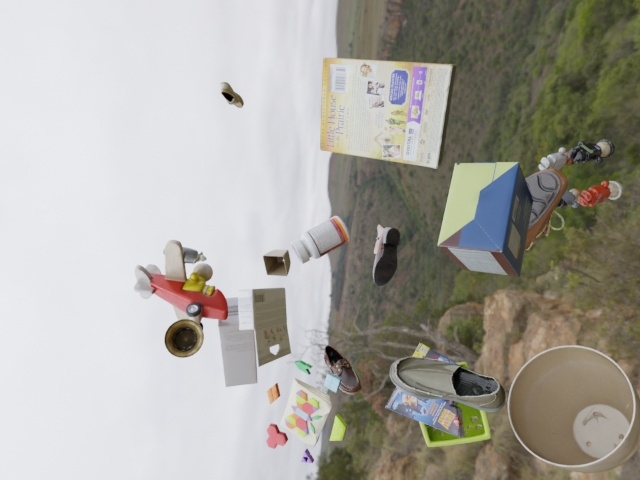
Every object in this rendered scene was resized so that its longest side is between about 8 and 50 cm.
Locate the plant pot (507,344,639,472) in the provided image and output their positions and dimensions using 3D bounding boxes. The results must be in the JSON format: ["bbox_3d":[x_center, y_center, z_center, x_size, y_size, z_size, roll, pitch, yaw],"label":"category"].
[{"bbox_3d":[0.633,0.423,1.063,0.284,0.191,0.284,-41,27,26],"label":"plant pot"}]

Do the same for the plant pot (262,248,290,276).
[{"bbox_3d":[-0.197,0.097,2.102,0.096,0.109,0.109,-56,-38,-56],"label":"plant pot"}]

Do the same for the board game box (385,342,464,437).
[{"bbox_3d":[0.296,0.395,1.127,0.194,0.194,0.060,-60,-36,-3],"label":"board game box"}]

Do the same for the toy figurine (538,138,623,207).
[{"bbox_3d":[0.846,-0.211,1.446,0.209,0.148,0.213,169,86,-75],"label":"toy figurine"}]

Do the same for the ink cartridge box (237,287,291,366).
[{"bbox_3d":[-0.200,0.306,1.625,0.296,0.066,0.261,16,-112,-71],"label":"ink cartridge box"}]

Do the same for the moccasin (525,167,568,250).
[{"bbox_3d":[0.615,-0.058,1.313,0.380,0.146,0.139,95,155,-46],"label":"moccasin"}]

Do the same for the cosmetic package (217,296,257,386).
[{"bbox_3d":[-0.369,0.454,1.989,0.197,0.155,0.366,-108,16,-56],"label":"cosmetic package"}]

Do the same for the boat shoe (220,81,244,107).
[{"bbox_3d":[-0.331,-0.529,1.648,0.135,0.050,0.045,38,-129,-58],"label":"boat shoe"}]

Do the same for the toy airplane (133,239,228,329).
[{"bbox_3d":[-0.571,0.184,1.847,0.384,0.386,0.272,56,-134,-16],"label":"toy airplane"}]

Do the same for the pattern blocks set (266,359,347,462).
[{"bbox_3d":[-0.050,0.545,1.400,0.026,0.285,0.325,-10,-72,-64],"label":"pattern blocks set"}]

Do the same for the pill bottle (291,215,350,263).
[{"bbox_3d":[0.000,0.000,1.799,0.121,0.221,0.121,59,171,15],"label":"pill bottle"}]

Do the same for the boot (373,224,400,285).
[{"bbox_3d":[0.268,0.059,2.012,0.280,0.096,0.264,-152,68,-83],"label":"boot"}]

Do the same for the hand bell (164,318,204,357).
[{"bbox_3d":[-0.468,0.356,1.562,0.242,0.126,0.126,122,156,-69],"label":"hand bell"}]

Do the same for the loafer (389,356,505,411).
[{"bbox_3d":[0.278,0.301,0.977,0.087,0.251,0.094,76,-153,-50],"label":"loafer"}]

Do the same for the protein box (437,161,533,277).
[{"bbox_3d":[0.379,-0.043,1.003,0.201,0.136,0.200,31,-110,-52],"label":"protein box"}]

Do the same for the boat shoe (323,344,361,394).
[{"bbox_3d":[0.065,0.425,1.472,0.207,0.073,0.073,34,141,56],"label":"boat shoe"}]

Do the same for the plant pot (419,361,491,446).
[{"bbox_3d":[0.465,0.575,1.606,0.207,0.227,0.228,-46,-59,-74],"label":"plant pot"}]

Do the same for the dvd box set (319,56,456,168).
[{"bbox_3d":[0.197,-0.414,1.423,0.062,0.420,0.308,-36,-46,-54],"label":"dvd box set"}]
